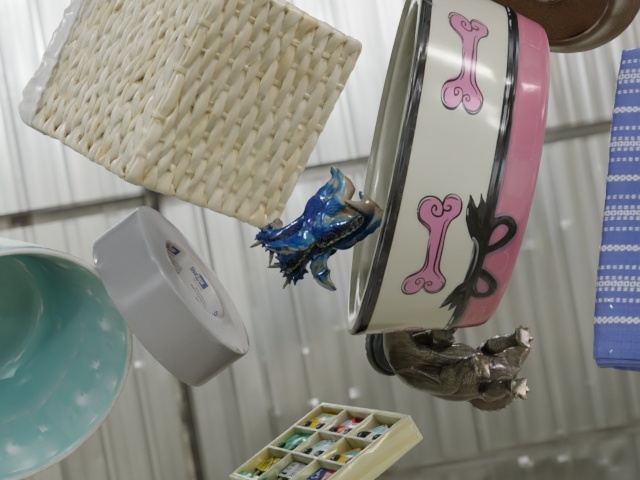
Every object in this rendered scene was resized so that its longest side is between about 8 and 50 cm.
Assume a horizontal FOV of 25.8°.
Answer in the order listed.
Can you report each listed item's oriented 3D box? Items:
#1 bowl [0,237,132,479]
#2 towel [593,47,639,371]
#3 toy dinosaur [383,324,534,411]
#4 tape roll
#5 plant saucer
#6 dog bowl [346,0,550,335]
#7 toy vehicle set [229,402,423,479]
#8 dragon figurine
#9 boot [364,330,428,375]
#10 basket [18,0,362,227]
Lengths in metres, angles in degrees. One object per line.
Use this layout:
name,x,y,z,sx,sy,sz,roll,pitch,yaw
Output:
bowl,-0.397,0.118,1.662,0.311,0.311,0.163,-10,30,-29
towel,0.392,-0.032,1.345,0.243,0.336,0.040,0,-14,32
toy dinosaur,0.164,0.159,1.754,0.313,0.121,0.160,9,-26,-30
tape roll,-0.178,0.066,1.673,0.072,0.219,0.219,-36,-3,7
plant saucer,0.367,-0.431,2.250,0.311,0.310,0.050,-10,28,38
dog bowl,0.138,-0.084,1.534,0.150,0.408,0.408,11,0,-3
toy vehicle set,0.001,0.274,1.754,0.166,0.035,0.267,-37,11,-21
dragon figurine,0.000,0.000,1.520,0.144,0.085,0.289,-50,13,1
boot,0.182,0.103,2.204,0.094,0.246,0.207,32,-14,-22
basket,-0.177,-0.224,1.950,0.328,0.331,0.266,19,12,-48
